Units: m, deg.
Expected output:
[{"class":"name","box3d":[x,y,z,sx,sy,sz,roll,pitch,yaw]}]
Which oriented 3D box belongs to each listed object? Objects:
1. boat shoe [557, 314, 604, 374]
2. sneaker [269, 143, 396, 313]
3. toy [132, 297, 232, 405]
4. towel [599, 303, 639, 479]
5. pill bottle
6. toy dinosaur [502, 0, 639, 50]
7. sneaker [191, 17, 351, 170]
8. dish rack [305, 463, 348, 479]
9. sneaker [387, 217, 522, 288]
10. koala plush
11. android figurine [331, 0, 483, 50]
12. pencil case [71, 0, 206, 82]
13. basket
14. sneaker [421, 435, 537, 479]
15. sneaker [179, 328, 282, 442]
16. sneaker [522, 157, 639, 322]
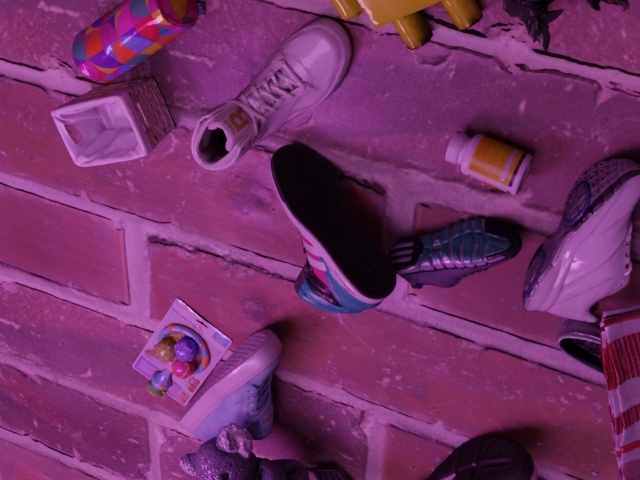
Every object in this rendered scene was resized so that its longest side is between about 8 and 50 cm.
[{"class":"boat shoe","box3d":[0.460,0.189,1.682,0.227,0.081,0.079,27,131,13]},{"class":"sneaker","box3d":[0.000,0.000,1.805,0.295,0.123,0.178,57,152,14]},{"class":"toy","box3d":[-0.281,0.233,2.170,0.137,0.056,0.237,38,132,1]},{"class":"towel","box3d":[0.539,0.226,1.629,0.237,0.037,0.329,-12,117,5]},{"class":"pill bottle","box3d":[0.242,-0.115,1.612,0.116,0.065,0.065,24,130,14]},{"class":"toy dinosaur","box3d":[0.317,-0.364,1.372,0.218,0.164,0.322,-45,76,24]},{"class":"sneaker","box3d":[-0.079,-0.204,1.673,0.108,0.169,0.292,47,131,-3]},{"class":"dish rack","box3d":[-0.035,0.542,2.227,0.271,0.074,0.208,-12,115,36]},{"class":"sneaker","box3d":[0.220,0.028,1.736,0.223,0.083,0.098,-8,143,33]},{"class":"koala plush","box3d":[-0.145,0.443,2.062,0.221,0.203,0.196,42,129,-10]},{"class":"android figurine","box3d":[0.101,-0.388,1.493,0.248,0.056,0.273,-14,122,36]},{"class":"pencil case","box3d":[-0.291,-0.334,1.758,0.236,0.104,0.104,-24,107,37]},{"class":"basket","box3d":[-0.345,-0.202,1.874,0.167,0.103,0.113,-6,117,33]},{"class":"sneaker","box3d":[0.301,0.509,1.973,0.257,0.169,0.447,35,141,-7]},{"class":"sneaker","box3d":[-0.131,0.289,2.081,0.150,0.135,0.366,37,142,-4]},{"class":"sneaker","box3d":[0.397,0.002,1.596,0.129,0.111,0.297,20,135,-2]}]
